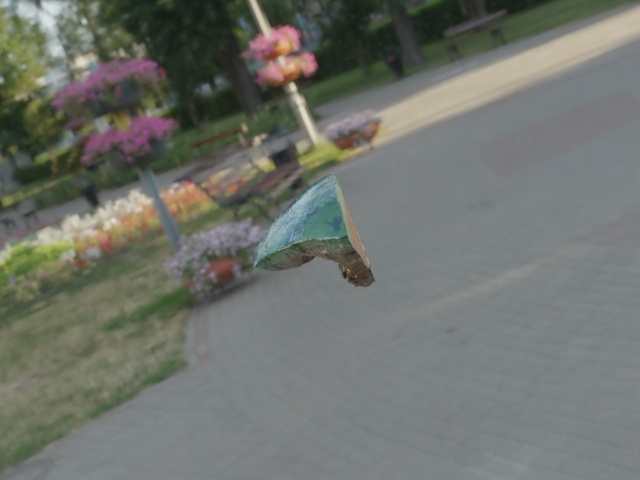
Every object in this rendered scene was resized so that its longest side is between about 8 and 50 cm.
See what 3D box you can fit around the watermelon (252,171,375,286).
[{"bbox_3d":[-0.005,-0.010,0.980,0.101,0.080,0.155,-25,37,19],"label":"watermelon"}]
